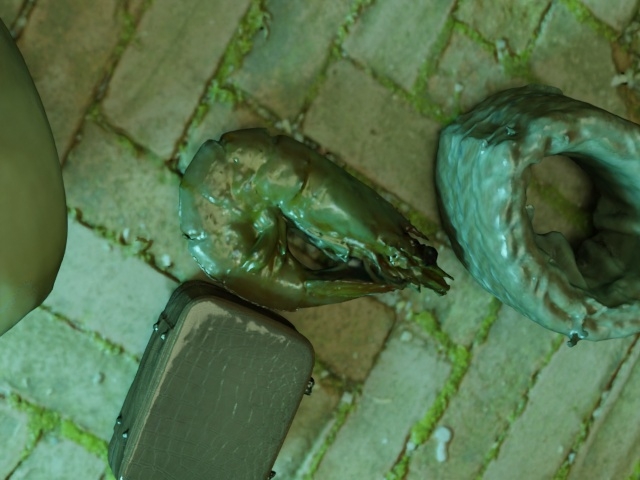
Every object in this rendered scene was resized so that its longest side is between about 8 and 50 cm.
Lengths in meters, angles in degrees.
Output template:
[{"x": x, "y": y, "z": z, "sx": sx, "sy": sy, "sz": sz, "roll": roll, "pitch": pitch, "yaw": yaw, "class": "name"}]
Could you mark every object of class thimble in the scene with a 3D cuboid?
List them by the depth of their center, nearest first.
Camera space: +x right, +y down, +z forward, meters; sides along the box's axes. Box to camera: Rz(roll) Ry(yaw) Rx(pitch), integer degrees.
[{"x": 0.223, "y": -0.027, "z": 1.096, "sx": 0.196, "sy": 0.148, "sz": 0.229, "roll": -32, "pitch": 111, "yaw": -9, "class": "thimble"}]

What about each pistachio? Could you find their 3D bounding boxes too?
[{"x": -0.293, "y": -0.063, "z": 0.903, "sx": 0.187, "sy": 0.187, "sz": 0.299, "roll": -17, "pitch": 102, "yaw": -14, "class": "pistachio"}]

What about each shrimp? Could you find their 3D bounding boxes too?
[{"x": 0.000, "y": 0.000, "z": 1.069, "sx": 0.267, "sy": 0.061, "sz": 0.145, "roll": 23, "pitch": 84, "yaw": -23, "class": "shrimp"}]

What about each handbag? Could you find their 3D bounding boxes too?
[{"x": -0.091, "y": 0.143, "z": 1.073, "sx": 0.151, "sy": 0.072, "sz": 0.193, "roll": 19, "pitch": 93, "yaw": -20, "class": "handbag"}]
